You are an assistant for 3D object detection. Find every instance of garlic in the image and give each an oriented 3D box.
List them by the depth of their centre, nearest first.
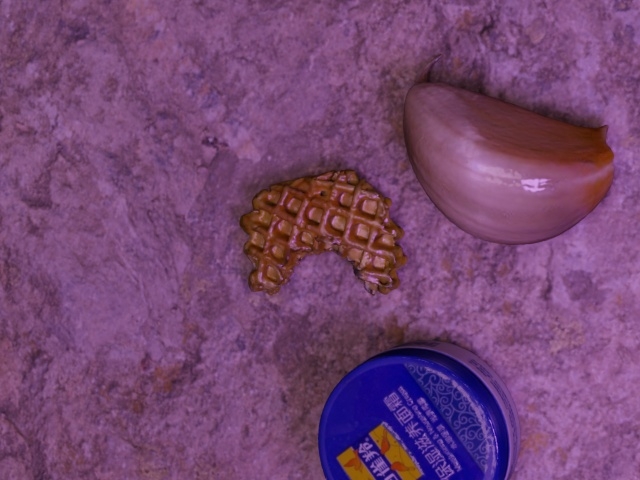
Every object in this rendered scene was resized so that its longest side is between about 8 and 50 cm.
[{"bbox_3d":[0.181,-0.088,1.647,0.245,0.145,0.164,27,73,19],"label":"garlic"}]

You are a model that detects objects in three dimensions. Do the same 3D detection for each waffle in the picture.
[{"bbox_3d":[-0.001,0.000,1.756,0.194,0.051,0.149,-13,89,22],"label":"waffle"}]

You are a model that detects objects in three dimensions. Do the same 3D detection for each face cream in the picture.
[{"bbox_3d":[0.109,0.213,1.700,0.205,0.111,0.206,3,97,22],"label":"face cream"}]
